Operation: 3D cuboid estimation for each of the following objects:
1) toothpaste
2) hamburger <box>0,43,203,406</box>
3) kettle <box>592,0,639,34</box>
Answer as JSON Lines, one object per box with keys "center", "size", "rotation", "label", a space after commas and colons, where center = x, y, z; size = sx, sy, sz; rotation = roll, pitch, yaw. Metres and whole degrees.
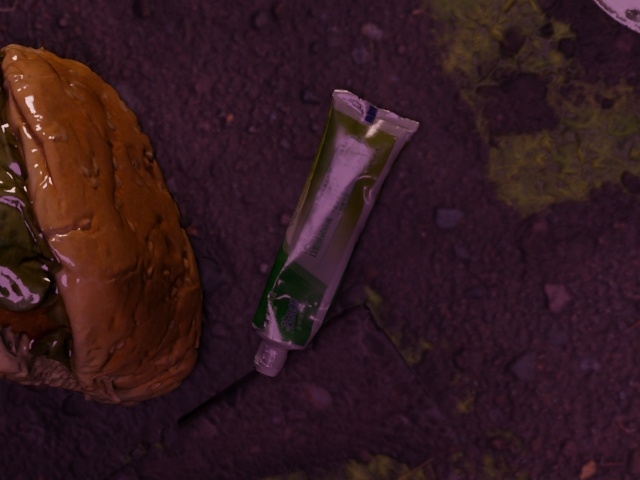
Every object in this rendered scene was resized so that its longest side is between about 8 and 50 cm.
{"center": [0.000, 0.000, 1.226], "size": [0.078, 0.047, 0.248], "rotation": [23, 102, 5], "label": "toothpaste"}
{"center": [-0.223, 0.002, 1.196], "size": [0.162, 0.209, 0.330], "rotation": [-21, 96, 17], "label": "hamburger"}
{"center": [0.244, -0.250, 1.008], "size": [0.165, 0.255, 0.240], "rotation": [-31, 94, 19], "label": "kettle"}
